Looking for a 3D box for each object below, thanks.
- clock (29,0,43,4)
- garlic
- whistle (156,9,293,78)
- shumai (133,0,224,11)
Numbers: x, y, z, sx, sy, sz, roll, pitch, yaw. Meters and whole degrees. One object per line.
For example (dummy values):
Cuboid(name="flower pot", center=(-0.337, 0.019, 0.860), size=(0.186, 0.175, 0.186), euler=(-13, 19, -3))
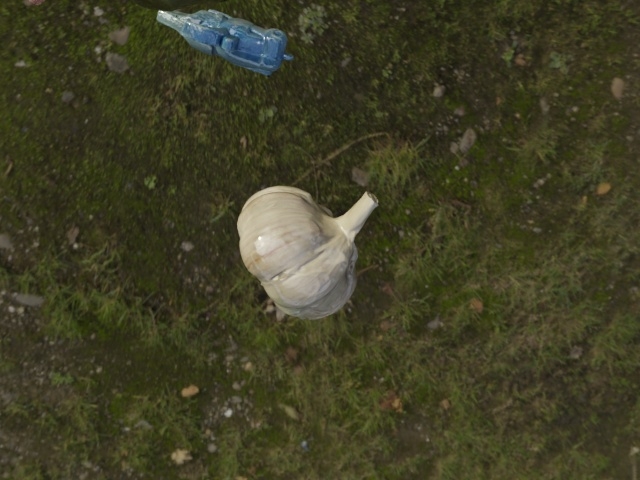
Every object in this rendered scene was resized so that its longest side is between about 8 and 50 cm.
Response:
Cuboid(name="clock", center=(-0.426, -0.415, 0.772), size=(0.162, 0.092, 0.166), euler=(36, 151, -6))
Cuboid(name="garlic", center=(0.000, 0.000, 0.879), size=(0.212, 0.218, 0.218), euler=(-30, 117, 15))
Cuboid(name="whistle", center=(-0.180, -0.393, 1.128), size=(0.269, 0.180, 0.093), euler=(19, 119, -6))
Cuboid(name="shumai", center=(-0.063, -0.390, 0.439), size=(0.395, 0.395, 0.348), euler=(-28, 118, 4))
